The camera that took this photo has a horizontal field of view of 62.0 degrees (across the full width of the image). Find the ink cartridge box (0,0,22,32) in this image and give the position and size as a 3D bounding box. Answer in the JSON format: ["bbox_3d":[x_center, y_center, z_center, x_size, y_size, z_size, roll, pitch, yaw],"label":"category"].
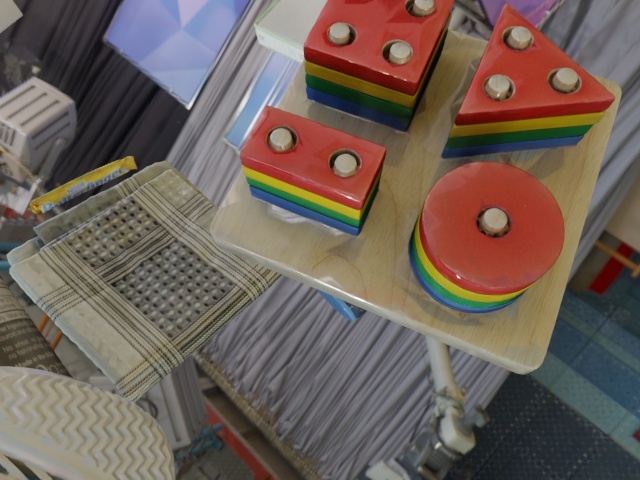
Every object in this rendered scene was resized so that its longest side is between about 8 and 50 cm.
[{"bbox_3d":[-0.529,-0.272,0.689,0.160,0.219,0.092,17,150,32],"label":"ink cartridge box"}]

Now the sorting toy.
[{"bbox_3d":[0.082,-0.075,0.398,0.256,0.257,0.089,22,160,10],"label":"sorting toy"}]

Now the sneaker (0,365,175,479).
[{"bbox_3d":[-0.286,0.164,0.314,0.366,0.210,0.137,-3,-108,-27],"label":"sneaker"}]

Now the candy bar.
[{"bbox_3d":[-0.349,-0.082,0.787,0.018,0.162,0.040,57,165,10],"label":"candy bar"}]

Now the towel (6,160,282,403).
[{"bbox_3d":[-0.265,0.030,0.814,0.324,0.312,0.056,39,150,19],"label":"towel"}]

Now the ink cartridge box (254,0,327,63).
[{"bbox_3d":[0.028,-0.371,0.921,0.235,0.171,0.056,31,161,18],"label":"ink cartridge box"}]

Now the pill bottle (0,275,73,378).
[{"bbox_3d":[-0.399,0.130,0.542,0.361,0.204,0.204,53,-166,2],"label":"pill bottle"}]

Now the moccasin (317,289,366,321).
[{"bbox_3d":[0.000,0.000,0.995,0.342,0.117,0.137,51,170,38],"label":"moccasin"}]
